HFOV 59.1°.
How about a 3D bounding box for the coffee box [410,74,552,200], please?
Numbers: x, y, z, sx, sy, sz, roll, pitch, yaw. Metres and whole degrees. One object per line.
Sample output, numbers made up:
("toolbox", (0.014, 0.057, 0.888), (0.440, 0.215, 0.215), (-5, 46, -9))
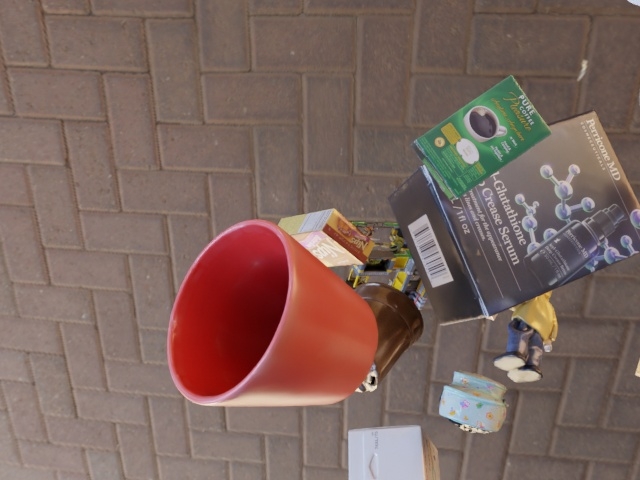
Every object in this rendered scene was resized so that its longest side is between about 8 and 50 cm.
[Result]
("coffee box", (0.245, -0.155, 0.862), (0.184, 0.040, 0.113), (-36, 88, -5))

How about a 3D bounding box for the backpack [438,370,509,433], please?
("backpack", (0.385, 0.409, 1.420), (0.166, 0.188, 0.144), (15, 90, 23))

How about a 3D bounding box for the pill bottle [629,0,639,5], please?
("pill bottle", (0.641, -0.528, 1.033), (0.136, 0.245, 0.136), (31, 147, 23))

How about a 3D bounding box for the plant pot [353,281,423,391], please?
("plant pot", (0.095, 0.195, 1.109), (0.167, 0.165, 0.166), (19, 131, 23))

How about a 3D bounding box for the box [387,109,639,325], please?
("box", (0.387, -0.040, 1.119), (0.396, 0.212, 0.293), (-20, 82, -16))

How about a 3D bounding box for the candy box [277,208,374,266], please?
("candy box", (0.000, 0.000, 1.053), (0.109, 0.053, 0.187), (39, 157, -25))

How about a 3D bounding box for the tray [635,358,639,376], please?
("tray", (0.671, 0.143, 0.940), (0.203, 0.076, 0.410), (18, 149, 32))

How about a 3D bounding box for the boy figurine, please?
("boy figurine", (0.475, 0.174, 1.301), (0.177, 0.285, 0.092), (37, 143, -17))

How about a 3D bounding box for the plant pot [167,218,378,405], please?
("plant pot", (-0.057, 0.136, 0.877), (0.275, 0.274, 0.243), (-41, 134, 22))

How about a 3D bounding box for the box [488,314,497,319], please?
("box", (0.440, 0.106, 1.581), (0.063, 0.067, 0.324), (18, 152, 42))

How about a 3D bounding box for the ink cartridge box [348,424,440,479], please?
("ink cartridge box", (0.203, 0.630, 1.503), (0.197, 0.198, 0.270), (-10, 145, 16))

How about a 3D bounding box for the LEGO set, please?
("LEGO set", (0.150, 0.076, 1.508), (0.332, 0.255, 0.192), (-3, 125, -34))
